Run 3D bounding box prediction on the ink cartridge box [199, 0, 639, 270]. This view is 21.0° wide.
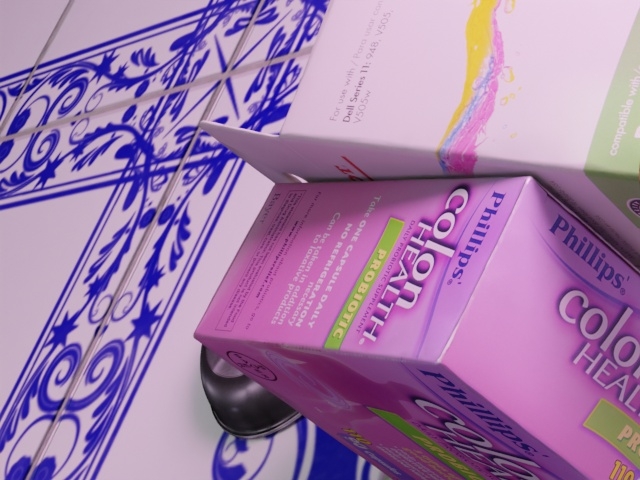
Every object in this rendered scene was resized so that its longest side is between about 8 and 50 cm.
[{"bbox_3d":[0.125,-0.060,1.014,0.353,0.207,0.119,10,73,40],"label":"ink cartridge box"}]

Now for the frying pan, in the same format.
[{"bbox_3d":[0.009,0.013,1.365,0.326,0.053,0.197,-53,30,6],"label":"frying pan"}]

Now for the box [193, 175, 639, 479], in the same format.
[{"bbox_3d":[0.087,0.069,1.014,0.243,0.213,0.117,0,58,54],"label":"box"}]
